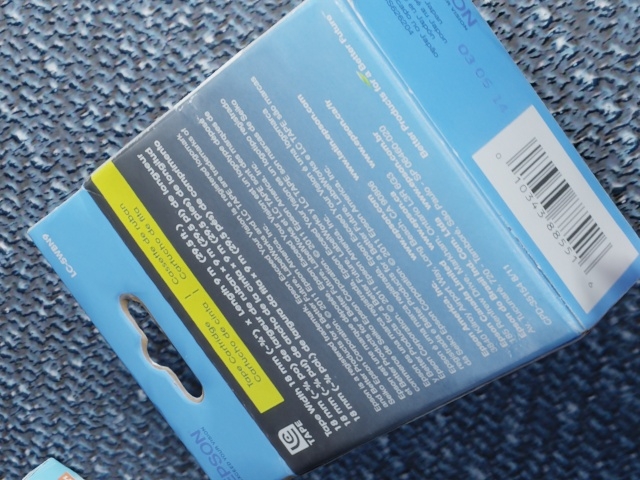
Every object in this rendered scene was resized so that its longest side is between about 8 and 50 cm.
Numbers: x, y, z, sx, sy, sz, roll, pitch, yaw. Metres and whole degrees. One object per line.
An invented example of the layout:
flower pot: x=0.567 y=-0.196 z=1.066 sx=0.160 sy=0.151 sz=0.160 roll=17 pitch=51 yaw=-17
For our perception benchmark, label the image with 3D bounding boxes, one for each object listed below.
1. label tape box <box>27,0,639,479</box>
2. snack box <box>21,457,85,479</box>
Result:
label tape box: x=0.000 y=0.000 z=1.064 sx=0.333 sy=0.106 sz=0.241 roll=-32 pitch=95 yaw=44
snack box: x=-0.116 y=0.324 z=1.250 sx=0.322 sy=0.060 sz=0.187 roll=33 pitch=115 yaw=7
